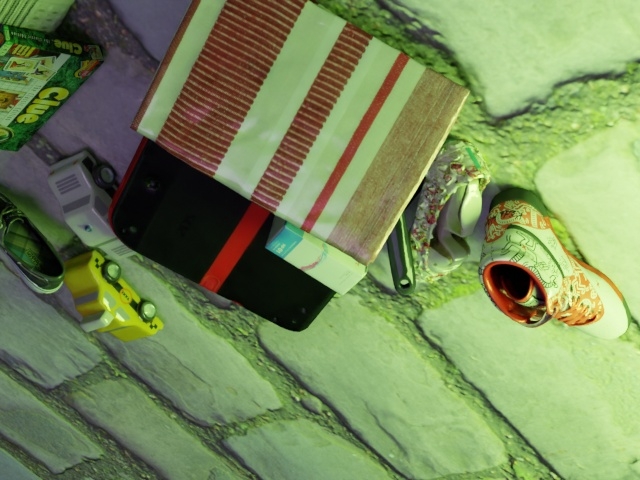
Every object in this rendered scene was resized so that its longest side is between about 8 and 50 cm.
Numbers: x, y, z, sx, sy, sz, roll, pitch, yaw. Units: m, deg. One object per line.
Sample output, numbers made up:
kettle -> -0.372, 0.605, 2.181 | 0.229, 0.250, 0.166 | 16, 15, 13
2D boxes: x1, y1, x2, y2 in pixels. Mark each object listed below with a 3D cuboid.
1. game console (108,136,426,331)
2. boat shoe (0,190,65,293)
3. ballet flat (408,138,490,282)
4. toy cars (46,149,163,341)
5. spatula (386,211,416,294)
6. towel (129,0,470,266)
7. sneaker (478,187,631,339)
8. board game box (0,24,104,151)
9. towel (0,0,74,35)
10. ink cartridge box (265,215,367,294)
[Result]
game console -> -0.085, -0.062, 1.157 | 0.342, 0.060, 0.386 | 28, 131, -11
boat shoe -> -0.482, -0.015, 1.339 | 0.228, 0.080, 0.076 | 53, 143, -4
ballet flat -> 0.159, -0.017, 1.079 | 0.077, 0.091, 0.241 | 53, 152, 39
toy cars -> -0.345, 0.039, 1.353 | 0.176, 0.087, 0.394 | 17, 135, 8
spatula -> 0.085, -0.063, 1.046 | 0.084, 0.030, 0.296 | -9, 117, 7
towel -> -0.027, -0.149, 0.990 | 0.329, 0.037, 0.237 | 30, 102, 0
sneaker -> 0.290, 0.073, 1.070 | 0.090, 0.145, 0.270 | -25, 117, 38
board game box -> -0.414, -0.195, 1.150 | 0.259, 0.136, 0.030 | -31, 70, 40
towel -> -0.493, -0.251, 1.041 | 0.312, 0.056, 0.324 | 0, 158, -41
ink cartridge box -> 0.000, 0.000, 1.091 | 0.122, 0.088, 0.052 | 32, 129, -15
